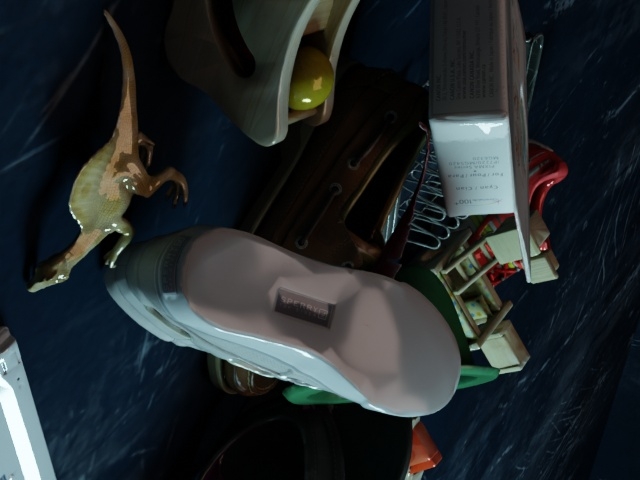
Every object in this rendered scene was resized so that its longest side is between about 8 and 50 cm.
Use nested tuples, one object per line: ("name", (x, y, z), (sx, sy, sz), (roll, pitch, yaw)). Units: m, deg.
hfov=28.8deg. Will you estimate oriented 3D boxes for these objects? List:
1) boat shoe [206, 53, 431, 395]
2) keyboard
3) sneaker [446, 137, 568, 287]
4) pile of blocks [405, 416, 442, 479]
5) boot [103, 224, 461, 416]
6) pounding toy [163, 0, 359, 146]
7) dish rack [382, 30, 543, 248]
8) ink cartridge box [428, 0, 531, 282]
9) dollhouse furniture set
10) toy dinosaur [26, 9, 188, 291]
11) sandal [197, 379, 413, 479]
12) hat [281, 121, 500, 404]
("boat shoe", (0.000, 0.000, 1.040), (0.111, 0.104, 0.307), (2, 110, -67))
("keyboard", (-0.213, 0.165, 0.849), (0.072, 0.014, 0.256), (-44, 148, -34))
("sneaker", (0.219, 0.010, 1.521), (0.107, 0.118, 0.279), (16, 97, -67))
("pile of blocks", (0.091, 0.190, 1.418), (0.149, 0.113, 0.362), (-57, 156, -23))
("boot", (-0.026, 0.054, 0.890), (0.258, 0.123, 0.095), (28, 74, -32))
("pounding toy", (0.013, -0.205, 0.811), (0.155, 0.154, 0.269), (-29, 138, -56))
("dish rack", (0.132, -0.091, 1.292), (0.271, 0.074, 0.208), (-42, 146, -45))
("ink cartridge box", (0.143, -0.148, 1.101), (0.261, 0.066, 0.296), (69, 21, -56))
("dollhouse furniture set", (0.205, 0.081, 1.404), (0.101, 0.161, 0.182), (-44, 109, -43))
("toy dinosaur", (-0.125, -0.044, 0.787), (0.093, 0.053, 0.183), (3, 108, -65))
("sandal", (-0.058, 0.254, 1.070), (0.445, 0.168, 0.107), (-55, 159, -25))
("hat", (0.058, 0.032, 1.033), (0.173, 0.208, 0.183), (10, 70, -50))
